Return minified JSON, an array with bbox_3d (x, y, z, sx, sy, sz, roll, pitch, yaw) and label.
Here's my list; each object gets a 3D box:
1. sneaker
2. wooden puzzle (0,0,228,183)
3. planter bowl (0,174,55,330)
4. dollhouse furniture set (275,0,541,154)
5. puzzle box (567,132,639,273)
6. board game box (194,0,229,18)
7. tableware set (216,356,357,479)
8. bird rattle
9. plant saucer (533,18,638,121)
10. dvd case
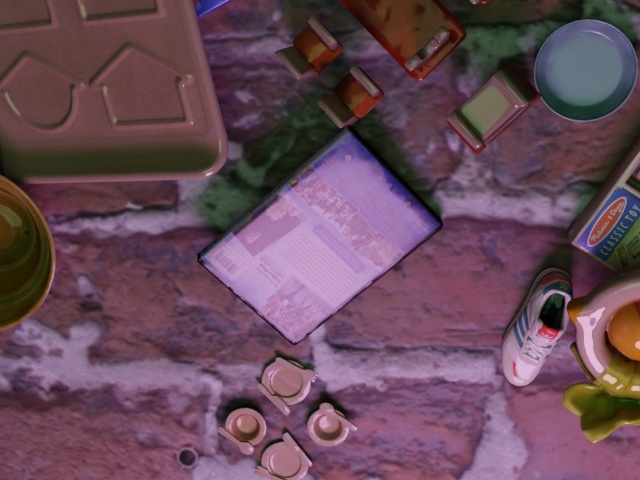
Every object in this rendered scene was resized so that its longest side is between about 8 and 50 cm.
[{"bbox_3d":[0.266,0.114,1.413,0.057,0.075,0.161,21,107,-1],"label":"sneaker"},{"bbox_3d":[-0.267,-0.242,1.315,0.322,0.080,0.348,0,112,26],"label":"wooden puzzle"},{"bbox_3d":[-0.422,-0.002,1.439,0.217,0.090,0.217,2,109,7],"label":"planter bowl"},{"bbox_3d":[0.127,-0.224,1.322,0.262,0.135,0.259,-43,87,15],"label":"dollhouse furniture set"},{"bbox_3d":[0.518,-0.093,1.341,0.272,0.052,0.409,32,107,-3],"label":"puzzle box"},{"bbox_3d":[-0.135,-0.449,1.286,0.233,0.078,0.347,-26,103,12],"label":"board game box"},{"bbox_3d":[-0.046,0.243,1.512,0.141,0.020,0.168,41,106,-7],"label":"tableware set"},{"bbox_3d":[0.396,0.127,1.333,0.253,0.143,0.207,-19,113,28],"label":"bird rattle"},{"bbox_3d":[0.309,-0.200,1.345,0.119,0.021,0.119,1,106,5],"label":"plant saucer"},{"bbox_3d":[0.000,0.000,1.411,0.253,0.022,0.180,-40,116,15],"label":"dvd case"}]
